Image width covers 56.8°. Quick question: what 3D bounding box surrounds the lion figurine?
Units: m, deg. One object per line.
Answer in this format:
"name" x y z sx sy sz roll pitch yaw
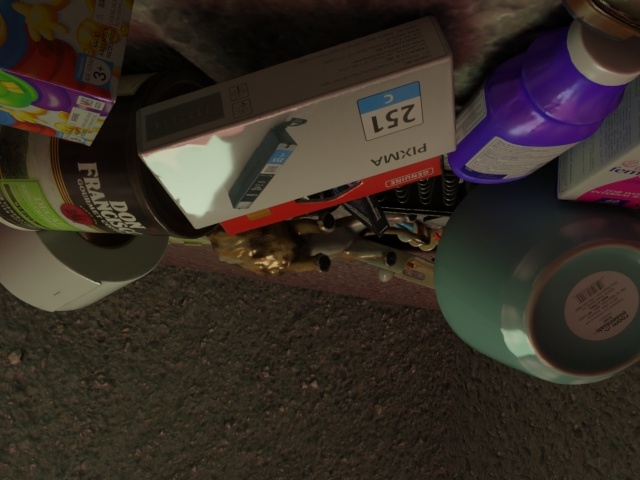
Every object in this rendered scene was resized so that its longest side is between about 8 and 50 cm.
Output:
"lion figurine" 0.000 0.000 1.126 0.392 0.142 0.240 5 175 -39

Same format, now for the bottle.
"bottle" 0.216 -0.133 0.588 0.118 0.092 0.283 -4 170 -5

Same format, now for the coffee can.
"coffee can" -0.274 -0.107 0.758 0.275 0.202 0.201 2 169 25

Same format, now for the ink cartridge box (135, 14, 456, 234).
"ink cartridge box" -0.004 -0.082 0.643 0.296 0.066 0.261 -16 149 5

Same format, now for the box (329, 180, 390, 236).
"box" 0.040 -0.081 0.888 0.116 0.029 0.162 43 174 35

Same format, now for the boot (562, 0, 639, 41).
"boot" 0.287 -0.167 0.401 0.219 0.082 0.106 11 172 -11

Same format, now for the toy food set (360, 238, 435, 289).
"toy food set" 0.190 0.071 1.585 0.219 0.092 0.306 18 179 35

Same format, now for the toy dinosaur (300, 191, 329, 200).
"toy dinosaur" -0.092 -0.111 0.942 0.160 0.121 0.313 15 -164 33

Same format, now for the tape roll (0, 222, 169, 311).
"tape roll" -0.399 -0.021 0.977 0.169 0.246 0.246 -24 152 37

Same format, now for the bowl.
"bowl" 0.316 0.058 0.761 0.311 0.312 0.163 8 -163 -6

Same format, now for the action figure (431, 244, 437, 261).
"action figure" 0.413 0.041 1.499 0.232 0.063 0.137 12 167 -5

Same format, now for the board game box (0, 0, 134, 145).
"board game box" -0.304 -0.193 0.471 0.275 0.144 0.142 11 168 -27

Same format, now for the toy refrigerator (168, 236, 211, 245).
"toy refrigerator" -0.396 -0.040 1.505 0.269 0.094 0.102 1 168 25

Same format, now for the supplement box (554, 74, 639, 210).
"supplement box" 0.331 -0.112 0.589 0.111 0.114 0.220 7 168 1

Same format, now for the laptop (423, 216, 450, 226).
"laptop" 0.462 0.070 1.150 0.382 0.236 0.408 12 168 -25

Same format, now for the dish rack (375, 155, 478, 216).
"dish rack" 0.154 -0.101 0.868 0.208 0.074 0.271 4 169 13

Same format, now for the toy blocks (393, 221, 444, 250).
"toy blocks" 0.240 -0.014 1.329 0.123 0.054 0.148 5 171 38

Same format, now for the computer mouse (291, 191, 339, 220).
"computer mouse" -0.112 -0.073 1.198 0.272 0.072 0.188 12 169 -27
